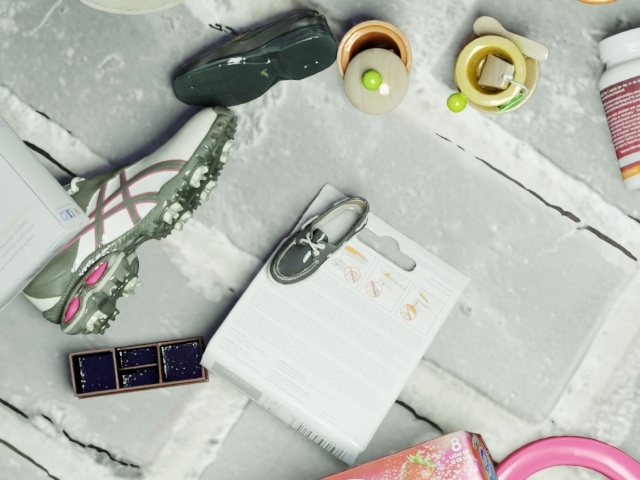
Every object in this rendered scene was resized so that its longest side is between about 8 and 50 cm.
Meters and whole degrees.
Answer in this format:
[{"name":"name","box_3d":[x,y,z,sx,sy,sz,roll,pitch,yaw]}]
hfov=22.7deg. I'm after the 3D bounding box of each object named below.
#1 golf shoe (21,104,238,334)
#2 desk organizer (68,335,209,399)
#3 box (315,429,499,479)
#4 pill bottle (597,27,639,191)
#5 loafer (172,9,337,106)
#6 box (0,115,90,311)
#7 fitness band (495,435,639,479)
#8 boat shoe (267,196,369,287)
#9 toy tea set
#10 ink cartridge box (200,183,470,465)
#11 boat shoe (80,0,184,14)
[{"name":"golf shoe","box_3d":[-0.190,-0.038,1.546,0.120,0.105,0.273,38,84,10]},{"name":"desk organizer","box_3d":[-0.177,0.123,1.552,0.130,0.050,0.047,-8,84,-2]},{"name":"box","box_3d":[0.043,0.272,1.475,0.257,0.128,0.122,-21,78,9]},{"name":"pill bottle","box_3d":[0.324,-0.131,1.574,0.086,0.086,0.152,-14,85,-3]},{"name":"loafer","box_3d":[-0.067,-0.182,1.593,0.170,0.062,0.061,-16,46,3]},{"name":"box","box_3d":[-0.402,-0.060,1.517,0.232,0.058,0.322,-43,84,22]},{"name":"fitness band","box_3d":[0.274,0.322,1.544,0.291,0.054,0.209,41,82,2]},{"name":"boat shoe","box_3d":[0.000,0.000,1.546,0.125,0.038,0.046,-34,77,-26]},{"name":"toy tea set","box_3d":[0.164,-0.235,1.522,0.200,0.124,0.336,42,100,6]},{"name":"ink cartridge box","box_3d":[0.016,0.080,1.563,0.181,0.056,0.224,34,60,2]},{"name":"boat shoe","box_3d":[-0.149,-0.284,1.604,0.206,0.075,0.065,-13,41,2]}]
